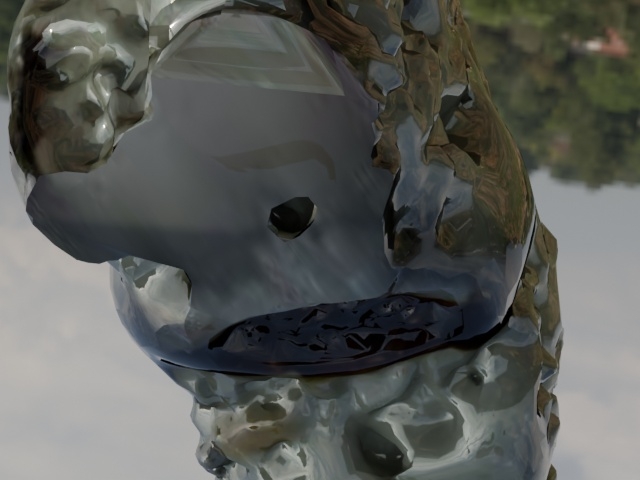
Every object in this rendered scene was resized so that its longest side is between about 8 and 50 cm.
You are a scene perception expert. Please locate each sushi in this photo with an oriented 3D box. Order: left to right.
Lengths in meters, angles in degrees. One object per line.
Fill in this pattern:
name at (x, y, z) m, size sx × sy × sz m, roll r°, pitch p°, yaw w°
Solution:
sushi at (0.000, 0.000, 0.495) m, size 0.124 × 0.130 × 0.332 m, roll -6°, pitch 140°, yaw 16°
